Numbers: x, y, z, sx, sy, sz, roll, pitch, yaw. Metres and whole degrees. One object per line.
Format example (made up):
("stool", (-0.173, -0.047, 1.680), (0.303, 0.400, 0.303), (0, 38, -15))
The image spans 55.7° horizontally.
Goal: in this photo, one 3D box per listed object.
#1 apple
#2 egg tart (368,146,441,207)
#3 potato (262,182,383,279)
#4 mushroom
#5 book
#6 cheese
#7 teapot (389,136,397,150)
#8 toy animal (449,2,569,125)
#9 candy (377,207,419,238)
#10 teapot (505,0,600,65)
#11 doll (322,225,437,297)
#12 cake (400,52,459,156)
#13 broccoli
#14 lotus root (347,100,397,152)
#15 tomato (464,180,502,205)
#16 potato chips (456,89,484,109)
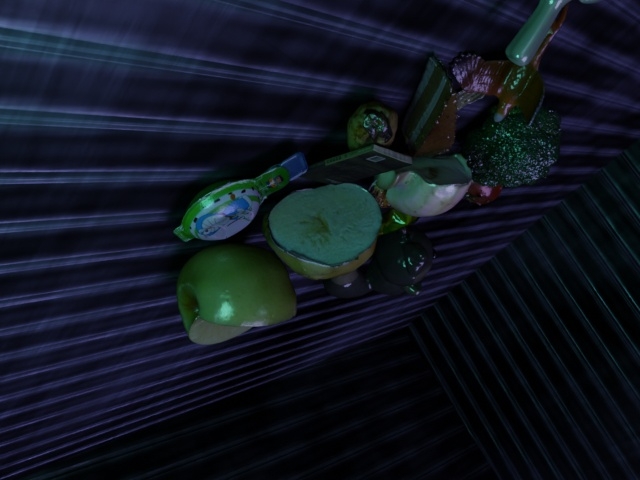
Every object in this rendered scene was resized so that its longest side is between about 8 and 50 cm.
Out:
("apple", (-0.212, 0.118, 1.498), (0.258, 0.233, 0.295), (-14, 172, -31))
("egg tart", (0.222, -0.182, 1.644), (0.234, 0.094, 0.234), (-25, 158, -11))
("potato", (0.000, 0.000, 1.538), (0.300, 0.246, 0.196), (-16, 152, -23))
("mushroom", (0.263, -0.111, 1.505), (0.236, 0.162, 0.173), (-4, 127, -27))
("book", (0.074, -0.170, 1.396), (0.228, 0.024, 0.160), (-11, 169, 38))
("cheese", (-0.167, -0.090, 1.305), (0.320, 0.083, 0.204), (-30, 160, -1))
("teapot", (0.156, -0.221, 1.523), (0.100, 0.045, 0.068), (-40, 160, 26))
("toy animal", (0.479, -0.428, 1.429), (0.284, 0.225, 0.302), (-57, 164, 9))
("candy", (0.220, -0.064, 1.750), (0.246, 0.069, 0.149), (-26, 178, 34))
("teapot", (0.496, -0.507, 1.186), (0.220, 0.149, 0.318), (-19, 156, -29))
("doll", (0.217, 0.093, 2.082), (0.379, 0.252, 0.382), (-25, 153, -17))
("cake", (0.250, -0.293, 1.385), (0.113, 0.116, 0.295), (-21, 157, -7))
("broccoli", (0.553, -0.280, 1.747), (0.294, 0.265, 0.245), (-34, -167, 3))
("lotus root", (0.111, -0.240, 1.346), (0.110, 0.097, 0.258), (-6, 168, -3))
("tomato", (0.498, -0.202, 1.930), (0.167, 0.167, 0.167), (-28, 160, -11))
("potato chips", (0.371, -0.360, 1.527), (0.207, 0.028, 0.092), (-33, 155, -8))
